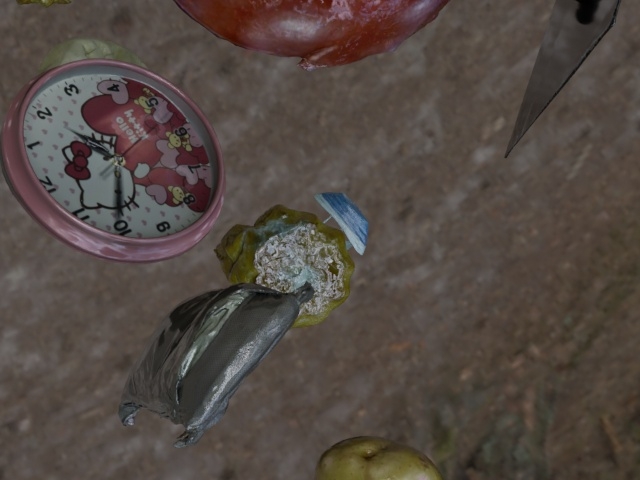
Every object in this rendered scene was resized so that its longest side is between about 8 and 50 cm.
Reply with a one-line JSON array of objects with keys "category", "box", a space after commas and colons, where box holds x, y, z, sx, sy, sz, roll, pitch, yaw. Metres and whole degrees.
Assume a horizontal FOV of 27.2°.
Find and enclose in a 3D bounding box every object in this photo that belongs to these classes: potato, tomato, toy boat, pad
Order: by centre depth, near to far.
[{"category": "potato", "box": [0.048, 0.211, 0.963, 0.107, 0.080, 0.171, -3, 128, 11]}, {"category": "pad", "box": [0.240, -0.212, 1.211, 0.005, 0.202, 0.300, 21, 160, -2]}, {"category": "tomato", "box": [0.006, -0.319, 1.216, 0.334, 0.290, 0.176, 19, 161, -6]}, {"category": "toy boat", "box": [0.012, 0.002, 1.918, 0.149, 0.105, 0.034, -63, 172, 19]}]

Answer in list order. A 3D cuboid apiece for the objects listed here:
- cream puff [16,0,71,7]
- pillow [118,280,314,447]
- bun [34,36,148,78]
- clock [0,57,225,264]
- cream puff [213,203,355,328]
[{"category": "cream puff", "box": [-0.190, -0.202, 0.937, 0.083, 0.083, 0.058, -13, 159, -1]}, {"category": "pillow", "box": [-0.105, 0.093, 1.117, 0.169, 0.059, 0.255, -54, -166, -16]}, {"category": "bun", "box": [-0.322, -0.173, 1.830, 0.229, 0.145, 0.229, -30, 131, -41]}, {"category": "clock", "box": [-0.210, -0.084, 1.366, 0.244, 0.244, 0.056, -5, 155, -33]}, {"category": "cream puff", "box": [-0.045, 0.031, 1.472, 0.146, 0.146, 0.116, -13, -173, -24]}]
